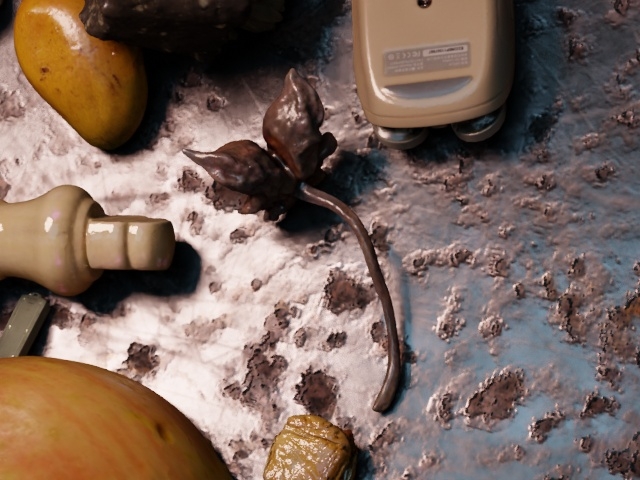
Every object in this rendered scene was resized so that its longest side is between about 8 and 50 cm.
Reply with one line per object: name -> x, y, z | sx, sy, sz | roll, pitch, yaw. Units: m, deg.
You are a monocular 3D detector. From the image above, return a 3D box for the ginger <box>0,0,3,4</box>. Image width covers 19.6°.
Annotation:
ginger -> -0.399, -0.206, 1.790 | 0.137, 0.074, 0.213 | 31, 89, 22

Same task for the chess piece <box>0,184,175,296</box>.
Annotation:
chess piece -> -0.323, -0.003, 1.680 | 0.397, 0.117, 0.117 | 0, 72, 14

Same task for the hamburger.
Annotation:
hamburger -> -0.007, 0.190, 1.559 | 0.076, 0.044, 0.083 | 22, 77, 23

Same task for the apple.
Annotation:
apple -> -0.244, 0.222, 1.537 | 0.309, 0.314, 0.252 | 46, 130, 23

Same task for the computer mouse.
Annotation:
computer mouse -> 0.099, -0.196, 1.637 | 0.145, 0.082, 0.236 | -7, 72, 13

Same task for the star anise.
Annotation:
star anise -> 0.000, 0.000, 1.575 | 0.227, 0.148, 0.218 | 40, 129, 34

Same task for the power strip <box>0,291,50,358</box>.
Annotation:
power strip -> -0.271, 0.084, 1.673 | 0.027, 0.017, 0.083 | 11, 59, 21

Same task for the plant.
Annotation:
plant -> -0.113, -0.235, 1.654 | 0.194, 0.132, 0.129 | -4, 75, -23

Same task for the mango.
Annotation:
mango -> -0.217, -0.170, 1.712 | 0.115, 0.089, 0.165 | -48, 70, 19
